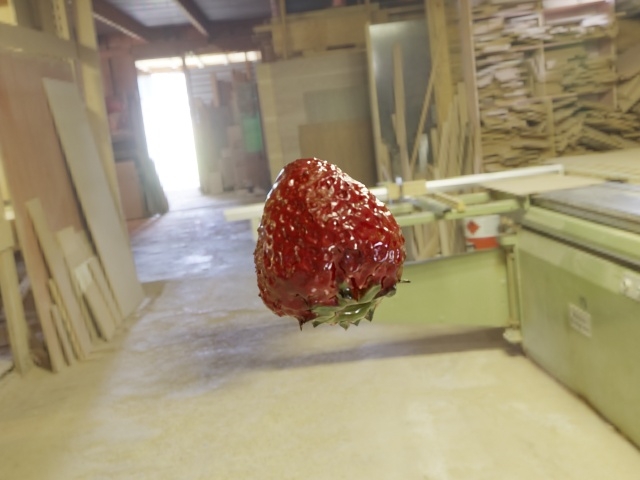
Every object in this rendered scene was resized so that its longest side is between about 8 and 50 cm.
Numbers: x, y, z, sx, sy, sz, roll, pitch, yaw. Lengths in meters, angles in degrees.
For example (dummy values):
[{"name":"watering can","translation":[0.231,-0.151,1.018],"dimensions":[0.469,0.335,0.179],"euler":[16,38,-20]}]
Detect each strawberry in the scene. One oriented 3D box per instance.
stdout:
[{"name":"strawberry","translation":[0.000,0.000,1.170],"dimensions":[0.257,0.277,0.257],"euler":[-17,-25,-9]}]
